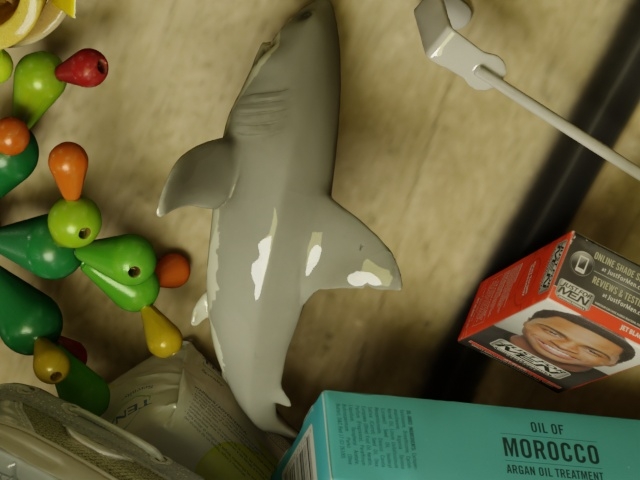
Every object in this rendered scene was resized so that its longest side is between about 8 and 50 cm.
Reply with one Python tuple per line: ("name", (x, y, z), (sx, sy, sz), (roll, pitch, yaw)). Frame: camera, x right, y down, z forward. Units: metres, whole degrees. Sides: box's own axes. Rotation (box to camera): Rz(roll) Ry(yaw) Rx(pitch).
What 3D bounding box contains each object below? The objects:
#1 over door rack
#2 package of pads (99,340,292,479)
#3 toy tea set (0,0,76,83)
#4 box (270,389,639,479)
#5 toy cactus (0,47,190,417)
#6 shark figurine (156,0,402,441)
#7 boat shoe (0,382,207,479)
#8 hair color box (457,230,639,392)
("over door rack", (0.239, -0.095, 0.927), (0.324, 0.108, 0.239), (35, 114, -12))
("package of pads", (-0.122, 0.224, 1.131), (0.296, 0.101, 0.229), (-37, 108, 19))
("toy tea set", (-0.224, -0.235, 0.882), (0.200, 0.124, 0.336), (6, 113, 7))
("box", (0.102, 0.145, 1.035), (0.244, 0.060, 0.100), (7, 142, -17))
("toy cactus", (-0.169, -0.008, 1.033), (0.180, 0.112, 0.219), (5, 122, 25))
("shark figurine", (-0.007, 0.028, 0.971), (0.116, 0.166, 0.278), (11, 117, 19))
("boat shoe", (-0.062, 0.181, 0.981), (0.320, 0.103, 0.118), (27, 120, 3))
("hair color box", (0.135, 0.042, 0.996), (0.072, 0.141, 0.043), (27, 72, -7))
